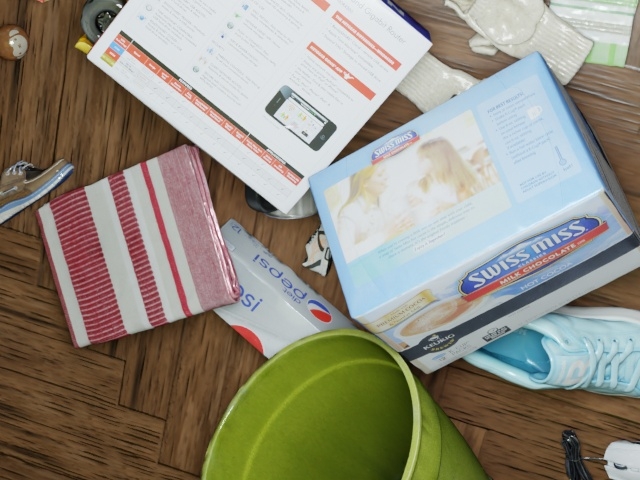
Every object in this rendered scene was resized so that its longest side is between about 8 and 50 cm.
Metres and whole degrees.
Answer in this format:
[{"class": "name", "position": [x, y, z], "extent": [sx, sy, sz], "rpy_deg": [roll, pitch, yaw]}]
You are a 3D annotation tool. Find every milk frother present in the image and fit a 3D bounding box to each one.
[{"class": "milk frother", "position": [-0.079, -0.110, 1.807], "extent": [0.143, 0.129, 0.135], "rpy_deg": [27, 124, 53]}]

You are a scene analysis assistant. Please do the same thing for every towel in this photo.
[{"class": "towel", "position": [-0.275, 0.015, 1.868], "extent": [0.329, 0.037, 0.237], "rpy_deg": [-18, 87, 33]}, {"class": "towel", "position": [0.356, -0.308, 1.643], "extent": [0.113, 0.023, 0.152], "rpy_deg": [12, 115, 14]}]

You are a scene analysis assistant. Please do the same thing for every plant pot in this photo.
[{"class": "plant pot", "position": [0.083, 0.366, 1.768], "extent": [0.366, 0.367, 0.353], "rpy_deg": [-31, 133, 24]}]

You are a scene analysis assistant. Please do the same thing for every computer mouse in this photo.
[{"class": "computer mouse", "position": [0.451, 0.325, 1.836], "extent": [0.192, 0.042, 0.106], "rpy_deg": [-4, 108, 17]}]

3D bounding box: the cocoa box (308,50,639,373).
[{"class": "cocoa box", "position": [0.201, -0.029, 1.609], "extent": [0.347, 0.228, 0.232], "rpy_deg": [-28, 56, 16]}]

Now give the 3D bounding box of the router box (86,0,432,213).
[{"class": "router box", "position": [-0.077, -0.252, 1.626], "extent": [0.335, 0.082, 0.301], "rpy_deg": [39, 107, -10]}]

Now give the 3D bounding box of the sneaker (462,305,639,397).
[{"class": "sneaker", "position": [0.347, 0.167, 1.736], "extent": [0.365, 0.150, 0.135], "rpy_deg": [10, 116, 3]}]

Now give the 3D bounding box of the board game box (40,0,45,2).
[{"class": "board game box", "position": [-0.427, -0.458, 1.793], "extent": [0.146, 0.045, 0.194], "rpy_deg": [23, 114, 7]}]

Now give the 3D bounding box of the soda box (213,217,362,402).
[{"class": "soda box", "position": [-0.067, 0.104, 1.874], "extent": [0.286, 0.091, 0.098], "rpy_deg": [42, 115, -2]}]

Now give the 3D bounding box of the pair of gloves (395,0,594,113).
[{"class": "pair of gloves", "position": [0.219, -0.238, 1.683], "extent": [0.204, 0.042, 0.240], "rpy_deg": [41, 120, -1]}]

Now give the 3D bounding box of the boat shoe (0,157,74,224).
[{"class": "boat shoe", "position": [-0.459, -0.084, 1.929], "extent": [0.183, 0.066, 0.066], "rpy_deg": [-30, 98, 23]}]

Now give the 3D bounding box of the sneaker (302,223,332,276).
[{"class": "sneaker", "position": [0.000, 0.000, 1.845], "extent": [0.043, 0.040, 0.109], "rpy_deg": [17, 113, 11]}]

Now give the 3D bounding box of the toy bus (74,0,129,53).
[{"class": "toy bus", "position": [-0.201, -0.316, 1.733], "extent": [0.211, 0.149, 0.220], "rpy_deg": [33, 113, -8]}]

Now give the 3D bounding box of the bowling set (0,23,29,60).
[{"class": "bowling set", "position": [-0.543, -0.294, 1.827], "extent": [0.199, 0.154, 0.287], "rpy_deg": [-3, 109, 17]}]
